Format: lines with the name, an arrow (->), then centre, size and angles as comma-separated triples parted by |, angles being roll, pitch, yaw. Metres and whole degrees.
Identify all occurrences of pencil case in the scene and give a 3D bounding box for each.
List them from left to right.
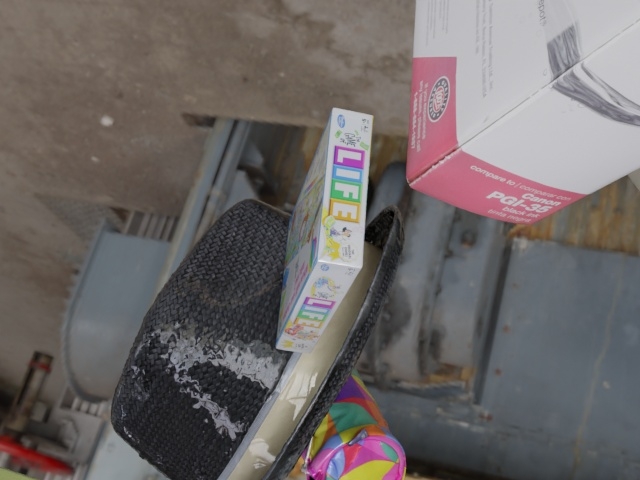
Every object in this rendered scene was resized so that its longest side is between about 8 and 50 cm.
pencil case -> 0.003, 0.169, 0.910 | 0.104, 0.104, 0.236 | 29, -167, -29

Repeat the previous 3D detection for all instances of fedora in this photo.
fedora -> -0.069, 0.086, 0.751 | 0.152, 0.334, 0.334 | 31, 156, -4

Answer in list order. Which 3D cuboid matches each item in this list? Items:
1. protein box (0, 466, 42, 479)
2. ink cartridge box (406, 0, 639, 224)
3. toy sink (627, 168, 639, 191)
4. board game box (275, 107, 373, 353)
protein box -> -0.183, 0.206, 0.371 | 0.201, 0.199, 0.136 | 23, 135, -15
ink cartridge box -> 0.178, -0.158, 0.552 | 0.117, 0.207, 0.283 | 17, 154, -23
toy sink -> 0.470, -0.168, 1.204 | 0.131, 0.234, 0.153 | -28, 159, -5
board game box -> 0.000, 0.000, 0.581 | 0.026, 0.103, 0.154 | 10, 154, -8
